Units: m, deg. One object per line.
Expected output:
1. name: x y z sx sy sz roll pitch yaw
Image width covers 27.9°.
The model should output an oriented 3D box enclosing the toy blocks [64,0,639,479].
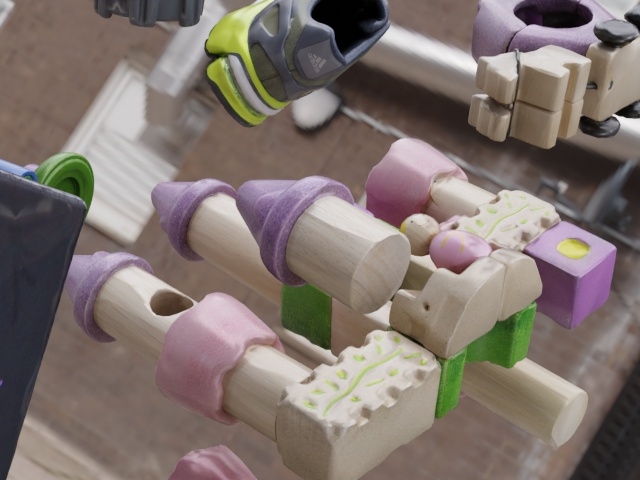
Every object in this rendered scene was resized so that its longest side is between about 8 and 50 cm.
1. toy blocks: 0.000 0.000 0.759 0.260 0.289 0.309 30 -48 34

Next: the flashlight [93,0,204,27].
1. flashlight: -0.135 -0.338 1.086 0.103 0.304 0.103 18 25 30

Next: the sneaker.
1. sneaker: 0.013 -0.205 1.127 0.121 0.300 0.111 -12 -56 31

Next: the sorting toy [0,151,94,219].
1. sorting toy: -0.155 -0.015 0.619 0.042 0.102 0.061 21 -47 21

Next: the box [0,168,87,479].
1. box: -0.183 0.090 0.282 0.143 0.270 0.165 15 -4 19
